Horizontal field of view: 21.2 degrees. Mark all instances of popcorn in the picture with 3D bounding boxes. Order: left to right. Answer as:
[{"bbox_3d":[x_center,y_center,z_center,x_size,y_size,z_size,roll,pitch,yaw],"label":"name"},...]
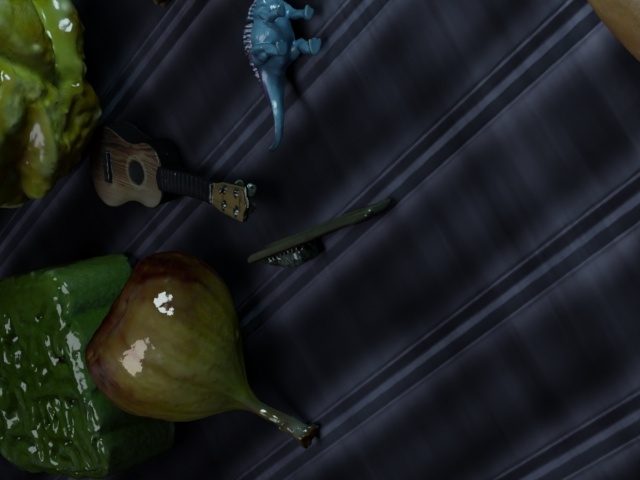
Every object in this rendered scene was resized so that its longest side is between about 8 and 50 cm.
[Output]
[{"bbox_3d":[-0.360,-0.162,1.711,0.282,0.247,0.282,5,96,63],"label":"popcorn"}]

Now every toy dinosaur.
[{"bbox_3d":[-0.038,-0.173,1.475,0.080,0.045,0.197,15,109,61],"label":"toy dinosaur"}]

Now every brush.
[{"bbox_3d":[0.000,0.000,1.507,0.190,0.034,0.028,-22,97,52],"label":"brush"}]

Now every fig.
[{"bbox_3d":[-0.119,0.120,1.609,0.160,0.143,0.231,-51,59,12],"label":"fig"}]

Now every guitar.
[{"bbox_3d":[-0.137,-0.059,1.641,0.271,0.038,0.084,16,117,50],"label":"guitar"}]

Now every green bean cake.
[{"bbox_3d":[-0.275,0.134,1.820,0.248,0.125,0.222,-7,99,51],"label":"green bean cake"}]

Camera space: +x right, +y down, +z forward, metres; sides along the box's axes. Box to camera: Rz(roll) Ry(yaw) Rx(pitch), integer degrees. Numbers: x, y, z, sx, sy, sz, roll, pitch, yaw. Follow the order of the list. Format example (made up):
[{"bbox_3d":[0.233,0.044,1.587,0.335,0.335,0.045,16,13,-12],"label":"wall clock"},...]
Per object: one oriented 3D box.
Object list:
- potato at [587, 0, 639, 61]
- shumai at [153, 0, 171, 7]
[{"bbox_3d":[0.228,-0.164,1.094,0.147,0.112,0.112,38,136,1],"label":"potato"},{"bbox_3d":[-0.141,-0.294,1.491,0.201,0.120,0.201,-165,90,-84],"label":"shumai"}]
